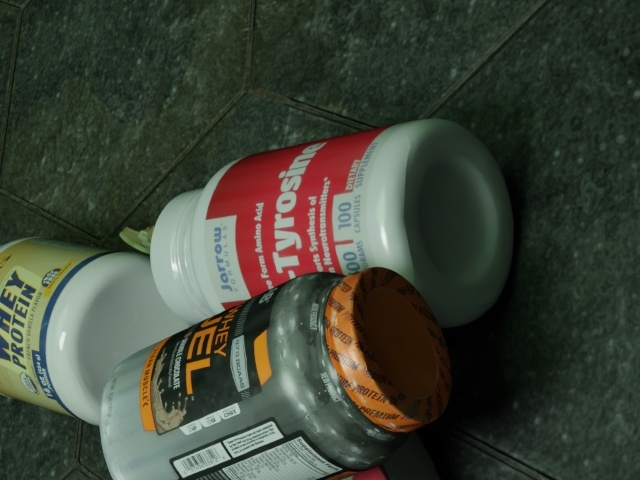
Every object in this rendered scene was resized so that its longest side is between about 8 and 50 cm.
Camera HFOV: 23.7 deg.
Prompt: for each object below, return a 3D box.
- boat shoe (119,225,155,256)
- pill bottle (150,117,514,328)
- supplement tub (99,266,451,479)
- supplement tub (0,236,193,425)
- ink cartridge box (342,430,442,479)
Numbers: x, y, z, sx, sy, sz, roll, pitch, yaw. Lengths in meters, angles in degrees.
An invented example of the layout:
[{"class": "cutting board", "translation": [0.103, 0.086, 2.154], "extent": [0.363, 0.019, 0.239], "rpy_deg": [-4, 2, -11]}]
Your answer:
[{"class": "boat shoe", "translation": [-0.225, 0.004, 2.115], "extent": [0.135, 0.050, 0.045], "rpy_deg": [26, 88, 37]}, {"class": "pill bottle", "translation": [0.000, 0.000, 1.759], "extent": [0.407, 0.229, 0.229], "rpy_deg": [-9, 66, 42]}, {"class": "supplement tub", "translation": [-0.047, 0.161, 1.564], "extent": [0.338, 0.207, 0.207], "rpy_deg": [-26, 56, 32]}, {"class": "supplement tub", "translation": [-0.343, 0.115, 2.047], "extent": [0.316, 0.228, 0.228], "rpy_deg": [7, 78, 46]}, {"class": "ink cartridge box", "translation": [-0.006, 0.340, 1.685], "extent": [0.306, 0.131, 0.226], "rpy_deg": [-46, 46, 17]}]
